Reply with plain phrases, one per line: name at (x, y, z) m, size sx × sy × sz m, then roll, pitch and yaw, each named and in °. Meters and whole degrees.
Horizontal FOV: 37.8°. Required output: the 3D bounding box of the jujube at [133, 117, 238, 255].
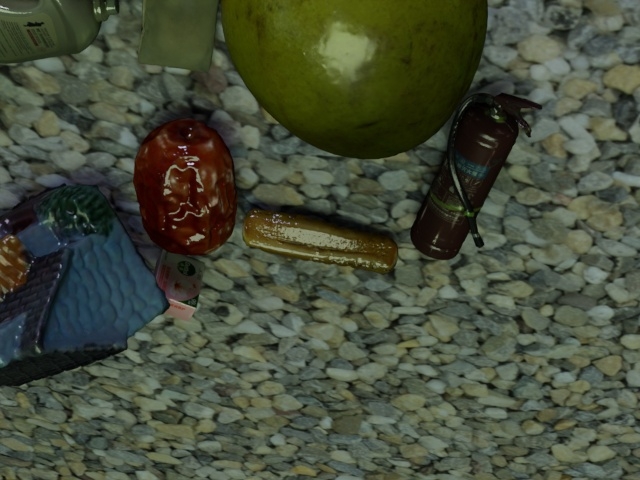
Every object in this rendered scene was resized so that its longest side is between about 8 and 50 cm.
jujube at (-0.225, -0.084, 1.567) m, size 0.174 × 0.174 × 0.250 m, roll 6°, pitch 136°, yaw -1°

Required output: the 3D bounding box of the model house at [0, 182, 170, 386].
model house at (-0.526, 0.124, 1.597) m, size 0.360 × 0.339 × 0.297 m, roll -18°, pitch 108°, yaw 31°

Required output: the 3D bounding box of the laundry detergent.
laundry detergent at (-0.425, -0.341, 1.380) m, size 0.253 × 0.091 × 0.181 m, roll -3°, pitch 150°, yaw 5°

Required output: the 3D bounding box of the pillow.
pillow at (-0.212, -0.343, 1.406) m, size 0.119 × 0.053 × 0.208 m, roll 11°, pitch 135°, yaw -3°

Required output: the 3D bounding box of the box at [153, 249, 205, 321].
box at (-0.271, 0.082, 1.749) m, size 0.089 × 0.125 × 0.043 m, roll 21°, pitch 130°, yaw -17°

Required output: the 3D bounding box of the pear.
pear at (0.047, -0.285, 1.268) m, size 0.351 × 0.352 × 0.413 m, roll -20°, pitch 137°, yaw 21°

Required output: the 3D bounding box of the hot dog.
hot dog at (0.000, 0.001, 1.693) m, size 0.288 × 0.068 × 0.083 m, roll 12°, pitch 97°, yaw -9°

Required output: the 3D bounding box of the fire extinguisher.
fire extinguisher at (0.255, -0.109, 1.543) m, size 0.141 × 0.105 × 0.341 m, roll 35°, pitch 134°, yaw 15°
